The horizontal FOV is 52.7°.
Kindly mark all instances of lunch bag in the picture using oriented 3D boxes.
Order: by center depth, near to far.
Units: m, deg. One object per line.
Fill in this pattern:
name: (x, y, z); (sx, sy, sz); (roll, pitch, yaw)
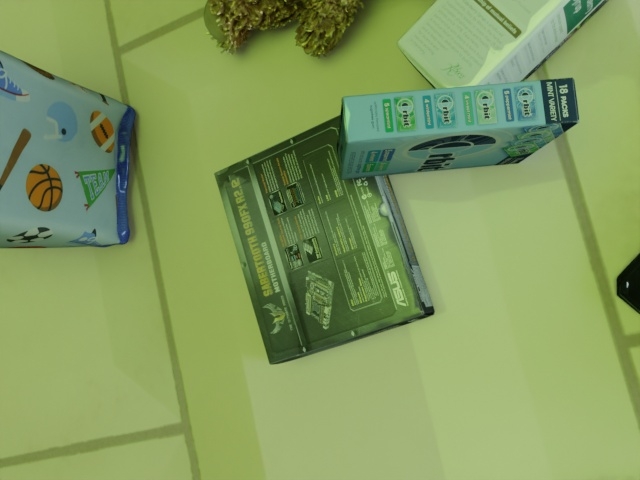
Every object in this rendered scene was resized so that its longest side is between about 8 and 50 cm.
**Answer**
lunch bag: (-0.475, -0.112, 0.765); (0.386, 0.328, 0.238); (-1, 82, 24)

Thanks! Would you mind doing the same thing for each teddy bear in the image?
teddy bear: (-0.004, -0.327, 0.714); (0.338, 0.113, 0.245); (-29, 69, 26)

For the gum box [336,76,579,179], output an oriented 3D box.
gum box: (0.109, -0.095, 0.581); (0.184, 0.157, 0.041); (-6, 84, -1)

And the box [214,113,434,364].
box: (0.000, 0.000, 0.706); (0.183, 0.056, 0.231); (-22, 78, 21)

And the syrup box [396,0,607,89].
syrup box: (0.197, -0.232, 0.618); (0.237, 0.093, 0.096); (-44, 72, 14)

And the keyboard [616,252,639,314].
keyboard: (0.417, -0.007, 0.508); (0.201, 0.033, 0.317); (48, 120, 25)
